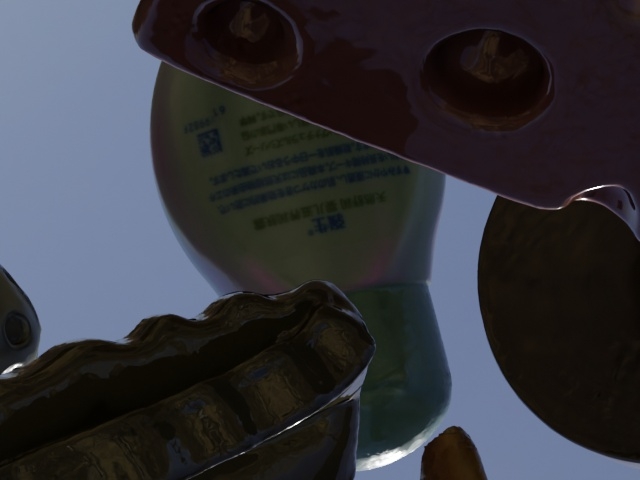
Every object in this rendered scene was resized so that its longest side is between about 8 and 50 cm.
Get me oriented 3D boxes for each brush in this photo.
[{"bbox_3d":[-0.121,0.091,0.628,0.301,0.084,0.071,-17,-136,-19],"label":"brush"}]

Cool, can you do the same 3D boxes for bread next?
[{"bbox_3d":[0.099,0.220,1.323,0.054,0.154,0.136,-17,-131,-13],"label":"bread"}]

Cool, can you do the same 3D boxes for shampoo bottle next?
[{"bbox_3d":[0.000,0.000,1.502,0.221,0.350,0.151,-13,170,-8],"label":"shampoo bottle"}]

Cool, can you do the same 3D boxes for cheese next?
[{"bbox_3d":[0.063,-0.125,0.669,0.128,0.202,0.177,119,-12,-48],"label":"cheese"}]

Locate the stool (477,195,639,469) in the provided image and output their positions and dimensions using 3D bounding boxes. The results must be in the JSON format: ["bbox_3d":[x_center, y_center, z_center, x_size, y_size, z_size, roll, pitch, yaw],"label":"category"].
[{"bbox_3d":[0.204,0.040,0.995,0.179,0.264,0.179,-6,-106,23],"label":"stool"}]

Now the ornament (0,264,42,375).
[{"bbox_3d":[-0.196,0.020,0.973,0.156,0.081,0.075,40,-85,27],"label":"ornament"}]
